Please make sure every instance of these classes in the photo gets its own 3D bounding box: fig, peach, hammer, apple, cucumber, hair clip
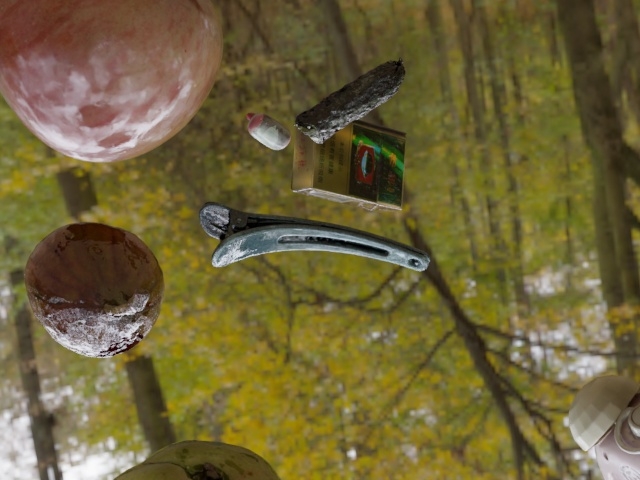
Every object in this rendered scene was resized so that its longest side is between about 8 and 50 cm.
[{"bbox_3d":[-0.246,0.069,1.294,0.148,0.149,0.202,-37,-132,4],"label":"fig"},{"bbox_3d":[-0.186,0.461,1.785,0.314,0.315,0.281,16,-142,30],"label":"peach"},{"bbox_3d":[-0.068,-0.133,1.333,0.052,0.031,0.083,35,-176,-30],"label":"hammer"},{"bbox_3d":[-0.269,-0.262,1.452,0.269,0.345,0.345,-28,-175,10],"label":"apple"},{"bbox_3d":[0.044,-0.188,1.527,0.181,0.053,0.053,-36,-164,-14],"label":"cucumber"},{"bbox_3d":[0.000,0.000,1.090,0.229,0.039,0.070,4,-142,-23],"label":"hair clip"}]

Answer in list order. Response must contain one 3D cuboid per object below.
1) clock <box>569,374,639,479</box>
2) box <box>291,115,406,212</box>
[{"bbox_3d":[0.589,0.381,1.891,0.342,0.326,0.184,12,-128,49],"label":"clock"},{"bbox_3d":[0.059,-0.151,2.220,0.240,0.159,0.071,10,167,-39],"label":"box"}]
